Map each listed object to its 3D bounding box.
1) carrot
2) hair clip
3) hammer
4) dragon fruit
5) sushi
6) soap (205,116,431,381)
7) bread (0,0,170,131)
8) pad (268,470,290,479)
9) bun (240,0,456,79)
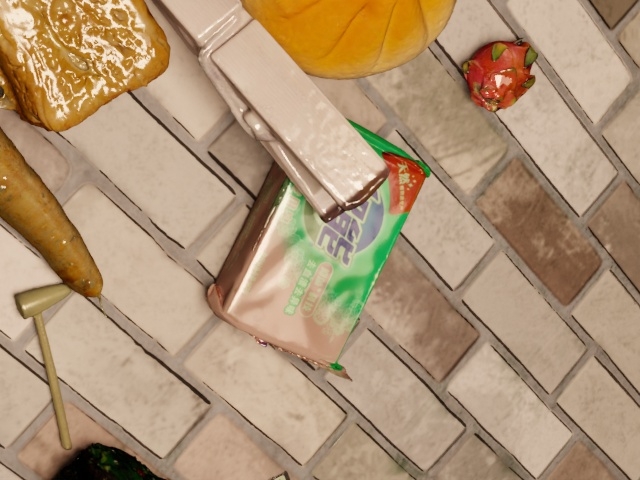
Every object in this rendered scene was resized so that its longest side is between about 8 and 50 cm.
[{"bbox_3d":[-0.306,-0.029,1.095,0.078,0.078,0.298,-41,120,-12],"label":"carrot"},{"bbox_3d":[-0.065,-0.164,1.082,0.085,0.101,0.331,-42,96,-3],"label":"hair clip"},{"bbox_3d":[-0.291,0.142,1.161,0.060,0.028,0.195,-18,111,-29],"label":"hammer"},{"bbox_3d":[0.228,-0.210,1.289,0.081,0.086,0.116,41,71,12],"label":"dragon fruit"},{"bbox_3d":[-0.208,0.328,1.179,0.127,0.124,0.225,-47,110,-9],"label":"sushi"},{"bbox_3d":[-0.001,0.000,1.215,0.218,0.098,0.273,27,89,-24],"label":"soap"},{"bbox_3d":[-0.303,-0.295,1.014,0.185,0.109,0.380,-30,111,-11],"label":"bread"},{"bbox_3d":[-0.063,0.398,1.327,0.116,0.004,0.193,-25,111,-18],"label":"pad"},{"bbox_3d":[0.045,-0.323,1.134,0.299,0.165,0.299,-6,105,-24],"label":"bun"}]
